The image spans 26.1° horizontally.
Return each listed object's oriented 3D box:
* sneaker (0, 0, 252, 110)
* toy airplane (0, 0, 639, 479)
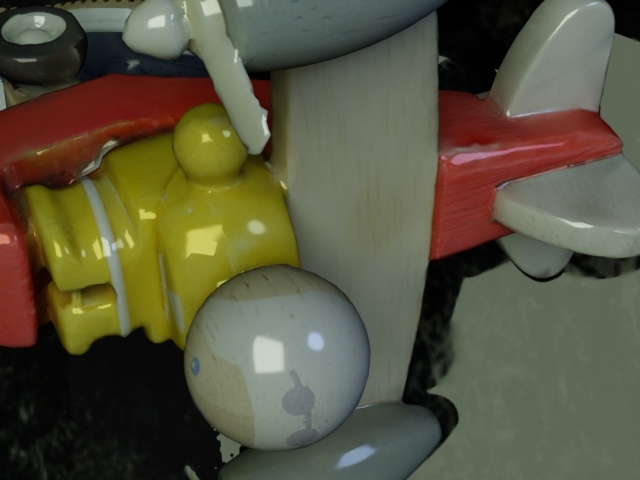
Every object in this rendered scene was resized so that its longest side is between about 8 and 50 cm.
[{"bbox_3d":[-0.174,-0.069,0.885,0.282,0.099,0.153,1,82,17],"label":"sneaker"},{"bbox_3d":[0.000,0.000,0.715,0.384,0.272,0.386,-38,121,23],"label":"toy airplane"}]
